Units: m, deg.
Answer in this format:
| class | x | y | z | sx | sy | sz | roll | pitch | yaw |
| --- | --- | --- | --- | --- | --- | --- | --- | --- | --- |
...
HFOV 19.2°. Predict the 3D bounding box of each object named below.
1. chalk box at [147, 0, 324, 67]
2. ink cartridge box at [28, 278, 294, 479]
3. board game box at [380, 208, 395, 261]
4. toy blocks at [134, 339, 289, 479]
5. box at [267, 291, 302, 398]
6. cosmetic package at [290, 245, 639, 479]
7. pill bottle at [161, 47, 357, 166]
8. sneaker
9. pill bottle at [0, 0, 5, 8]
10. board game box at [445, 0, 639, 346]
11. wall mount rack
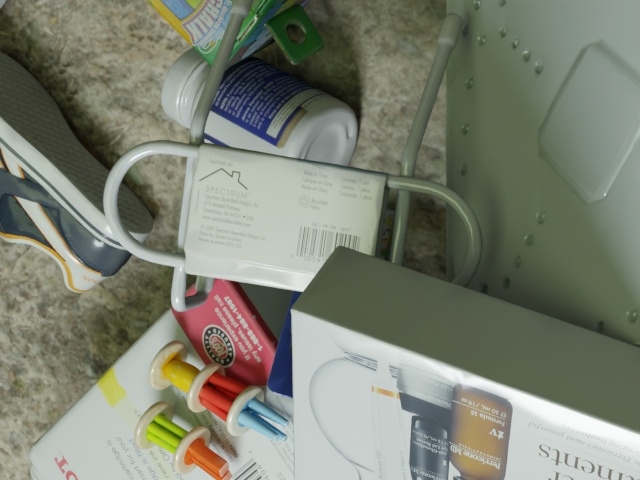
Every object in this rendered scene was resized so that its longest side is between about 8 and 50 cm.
| class | x | y | z | sx | sy | sz | roll | pitch | yaw |
| --- | --- | --- | --- | --- | --- | --- | --- | --- | --- |
| chalk box | -0.077 | -0.265 | 1.856 | 0.213 | 0.132 | 0.132 | 45 | 125 | 5 |
| ink cartridge box | -0.091 | 0.217 | 1.941 | 0.384 | 0.160 | 0.279 | -43 | 77 | 37 |
| board game box | 0.000 | 0.000 | 1.931 | 0.154 | 0.026 | 0.103 | 19 | 110 | 33 |
| toy blocks | -0.100 | 0.180 | 1.798 | 0.148 | 0.054 | 0.123 | 28 | 117 | 28 |
| box | 0.073 | 0.110 | 1.773 | 0.225 | 0.136 | 0.036 | 16 | 154 | -1 |
| cosmetic package | 0.160 | 0.189 | 1.568 | 0.377 | 0.097 | 0.284 | 18 | 137 | 20 |
| pill bottle | -0.066 | -0.123 | 1.903 | 0.186 | 0.112 | 0.112 | 30 | 116 | 29 |
| sneaker | -0.331 | -0.079 | 2.104 | 0.321 | 0.126 | 0.127 | 49 | 118 | 17 |
| pill bottle | -0.477 | -0.337 | 2.156 | 0.245 | 0.136 | 0.136 | 22 | 112 | 32 |
| board game box | 0.244 | -0.095 | 1.577 | 0.390 | 0.050 | 0.390 | -19 | 65 | 53 |
| wall mount rack | -0.009 | -0.069 | 1.708 | 0.350 | 0.130 | 0.304 | 10 | 97 | 14 |
